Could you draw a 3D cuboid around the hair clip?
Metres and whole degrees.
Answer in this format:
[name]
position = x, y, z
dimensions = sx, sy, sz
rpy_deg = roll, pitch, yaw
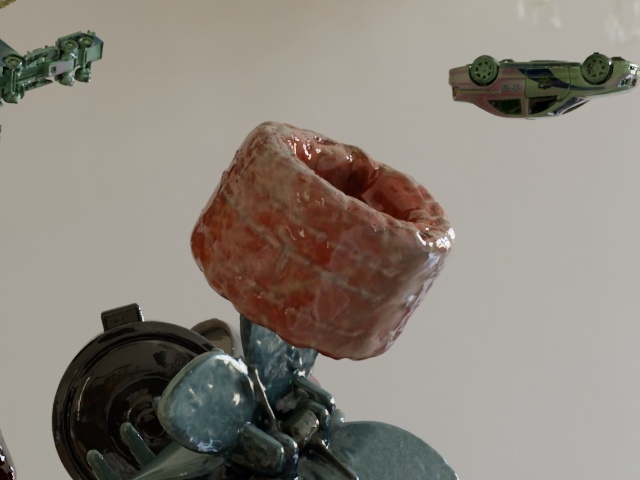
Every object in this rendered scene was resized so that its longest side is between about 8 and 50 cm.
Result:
[hair clip]
position = -0.081, 0.234, 1.572
dimensions = 0.238, 0.392, 0.318
rpy_deg = -23, 12, 43

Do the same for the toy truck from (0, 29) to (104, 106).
[toy truck]
position = -0.362, -0.233, 1.785
dimensions = 0.175, 0.067, 0.081
rpy_deg = -26, 54, -38

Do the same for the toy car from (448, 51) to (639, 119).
[toy car]
position = 0.263, -0.180, 1.646
dimensions = 0.224, 0.076, 0.090
rpy_deg = 3, 3, 28

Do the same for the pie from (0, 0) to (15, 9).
[pie]
position = -0.425, -0.391, 1.521
dimensions = 0.339, 0.340, 0.083
rpy_deg = -5, 3, 0

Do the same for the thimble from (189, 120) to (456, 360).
[thimble]
position = 0.000, 0.000, 1.369
dimensions = 0.239, 0.162, 0.239
rpy_deg = 25, 18, -9

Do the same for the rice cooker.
[rice cooker]
position = -0.220, 0.218, 1.800
dimensions = 0.241, 0.281, 0.227
rpy_deg = -13, 3, -8

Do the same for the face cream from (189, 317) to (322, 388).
[face cream]
position = -0.118, 0.229, 2.045
dimensions = 0.195, 0.175, 0.175
rpy_deg = 36, -28, -33

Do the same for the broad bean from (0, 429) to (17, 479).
[broad bean]
position = -0.482, 0.284, 1.963
dimensions = 0.084, 0.165, 0.114
rpy_deg = -16, -8, -20
